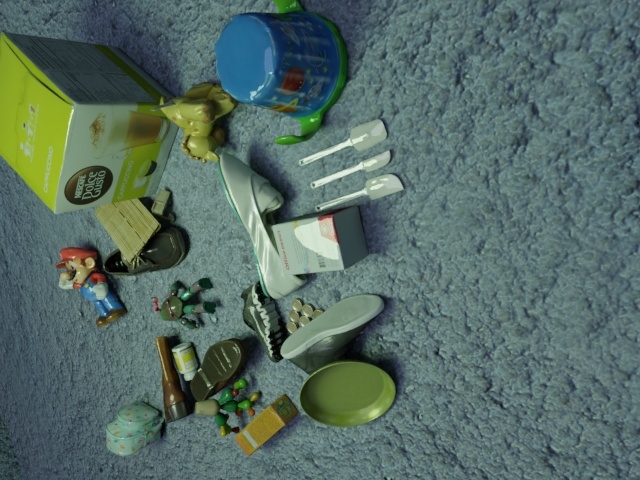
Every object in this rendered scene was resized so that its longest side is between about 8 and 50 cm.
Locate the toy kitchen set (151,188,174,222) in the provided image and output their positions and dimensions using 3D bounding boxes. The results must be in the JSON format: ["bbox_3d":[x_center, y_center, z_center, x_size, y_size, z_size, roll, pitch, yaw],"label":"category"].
[{"bbox_3d":[-0.485,-0.104,1.414,0.068,0.075,0.083,18,158,-11],"label":"toy kitchen set"}]

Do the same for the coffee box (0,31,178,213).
[{"bbox_3d":[-0.663,-0.329,1.274,0.338,0.334,0.338,41,122,16],"label":"coffee box"}]

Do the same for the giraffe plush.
[{"bbox_3d":[-0.310,-0.295,1.170,0.181,0.210,0.171,49,157,48],"label":"giraffe plush"}]

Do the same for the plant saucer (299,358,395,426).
[{"bbox_3d":[0.066,0.376,1.122,0.240,0.037,0.241,-2,121,-3],"label":"plant saucer"}]

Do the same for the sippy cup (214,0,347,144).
[{"bbox_3d":[-0.094,-0.379,0.959,0.306,0.224,0.240,50,123,12],"label":"sippy cup"}]

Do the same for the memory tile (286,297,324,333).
[{"bbox_3d":[-0.025,0.228,1.217,0.147,0.012,0.113,23,115,26],"label":"memory tile"}]

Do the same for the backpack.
[{"bbox_3d":[-0.707,0.708,1.689,0.165,0.188,0.145,15,111,30],"label":"backpack"}]

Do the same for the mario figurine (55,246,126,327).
[{"bbox_3d":[-0.871,0.174,1.649,0.198,0.170,0.321,-31,94,1],"label":"mario figurine"}]

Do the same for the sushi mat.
[{"bbox_3d":[-0.619,-0.068,1.426,0.151,0.019,0.316,-50,55,-1],"label":"sushi mat"}]

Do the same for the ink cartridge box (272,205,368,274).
[{"bbox_3d":[0.000,0.000,1.064,0.176,0.127,0.128,-7,100,34],"label":"ink cartridge box"}]

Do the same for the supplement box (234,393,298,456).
[{"bbox_3d":[-0.167,0.564,1.366,0.080,0.078,0.233,46,124,13],"label":"supplement box"}]

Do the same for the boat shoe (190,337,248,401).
[{"bbox_3d":[-0.298,0.384,1.387,0.307,0.104,0.111,-46,69,35],"label":"boat shoe"}]

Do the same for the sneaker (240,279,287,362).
[{"bbox_3d":[-0.166,0.232,1.274,0.106,0.078,0.235,-16,91,38],"label":"sneaker"}]

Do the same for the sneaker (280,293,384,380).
[{"bbox_3d":[0.057,0.250,1.129,0.295,0.105,0.147,-33,114,17],"label":"sneaker"}]

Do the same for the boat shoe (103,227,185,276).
[{"bbox_3d":[-0.576,0.057,1.452,0.355,0.130,0.133,-22,92,35],"label":"boat shoe"}]

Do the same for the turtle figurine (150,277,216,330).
[{"bbox_3d":[-0.438,0.211,1.424,0.234,0.118,0.176,-24,90,30],"label":"turtle figurine"}]

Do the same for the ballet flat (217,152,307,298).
[{"bbox_3d":[-0.135,-0.046,1.155,0.139,0.139,0.401,-13,100,35],"label":"ballet flat"}]

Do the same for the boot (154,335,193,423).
[{"bbox_3d":[-0.532,0.483,1.559,0.264,0.096,0.281,121,129,-67],"label":"boot"}]

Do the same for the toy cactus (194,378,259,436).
[{"bbox_3d":[-0.293,0.523,1.381,0.219,0.180,0.112,-65,31,29],"label":"toy cactus"}]

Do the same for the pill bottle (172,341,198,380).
[{"bbox_3d":[-0.452,0.408,1.513,0.065,0.065,0.117,-13,95,35],"label":"pill bottle"}]

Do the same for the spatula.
[{"bbox_3d":[0.063,-0.165,1.048,0.241,0.019,0.168,-15,100,36],"label":"spatula"}]
